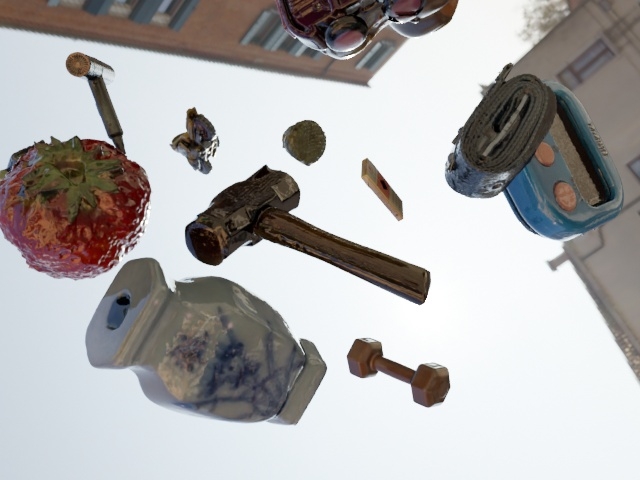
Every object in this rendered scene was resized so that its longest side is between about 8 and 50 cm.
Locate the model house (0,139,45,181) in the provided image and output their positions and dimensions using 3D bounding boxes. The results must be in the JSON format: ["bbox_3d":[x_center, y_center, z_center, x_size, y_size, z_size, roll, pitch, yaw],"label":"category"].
[{"bbox_3d":[-0.725,-0.158,1.729,0.211,0.194,0.170,10,-106,-28],"label":"model house"}]

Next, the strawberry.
[{"bbox_3d":[-0.428,-0.039,1.157,0.257,0.277,0.257,7,-137,-7],"label":"strawberry"}]

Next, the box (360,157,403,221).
[{"bbox_3d":[0.081,-0.067,0.864,0.083,0.012,0.046,46,-152,-25],"label":"box"}]

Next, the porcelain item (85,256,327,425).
[{"bbox_3d":[-0.178,0.191,1.134,0.405,0.243,0.178,32,174,-38],"label":"porcelain item"}]

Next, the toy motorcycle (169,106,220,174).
[{"bbox_3d":[-0.324,-0.255,1.674,0.130,0.229,0.094,43,-117,9],"label":"toy motorcycle"}]

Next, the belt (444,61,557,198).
[{"bbox_3d":[0.284,-0.159,1.060,0.122,0.128,0.218,34,-115,9],"label":"belt"}]

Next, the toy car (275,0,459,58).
[{"bbox_3d":[0.103,-0.476,1.243,0.240,0.340,0.271,23,-131,-60],"label":"toy car"}]

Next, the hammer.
[{"bbox_3d":[0.000,0.000,1.085,0.408,0.095,0.242,21,-145,24],"label":"hammer"}]

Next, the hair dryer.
[{"bbox_3d":[-0.407,-0.256,1.263,0.173,0.050,0.195,-96,-14,-80],"label":"hair dryer"}]

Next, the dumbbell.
[{"bbox_3d":[0.158,0.268,1.354,0.231,0.082,0.092,15,-171,43],"label":"dumbbell"}]

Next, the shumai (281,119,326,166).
[{"bbox_3d":[-0.052,-0.228,1.492,0.087,0.099,0.124,21,177,36],"label":"shumai"}]

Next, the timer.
[{"bbox_3d":[0.489,-0.170,1.397,0.309,0.115,0.340,-19,-99,-37],"label":"timer"}]
